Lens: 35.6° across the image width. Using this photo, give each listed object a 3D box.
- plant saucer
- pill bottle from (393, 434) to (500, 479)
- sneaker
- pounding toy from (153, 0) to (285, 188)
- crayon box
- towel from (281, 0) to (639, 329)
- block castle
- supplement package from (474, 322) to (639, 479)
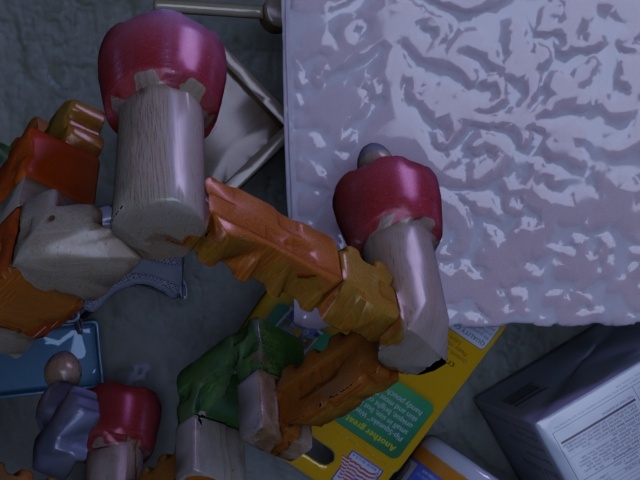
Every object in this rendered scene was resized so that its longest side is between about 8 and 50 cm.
[{"bbox_3d":[-0.312,0.121,0.977,0.192,0.018,0.067,-6,88,-8],"label":"plant saucer"},{"bbox_3d":[0.088,0.337,0.950,0.152,0.152,0.272,36,84,-4],"label":"pill bottle"},{"bbox_3d":[-0.259,0.038,0.942,0.281,0.105,0.115,-14,90,-8],"label":"sneaker"},{"bbox_3d":[-0.102,-0.154,0.975,0.206,0.094,0.181,-45,94,-7],"label":"pounding toy"},{"bbox_3d":[0.053,0.071,0.961,0.203,0.083,0.323,34,99,-2],"label":"crayon box"},{"bbox_3d":[0.134,-0.079,0.861,0.332,0.053,0.316,0,100,5],"label":"towel"},{"bbox_3d":[-0.150,0.054,0.779,0.303,0.212,0.453,28,129,-33],"label":"block castle"},{"bbox_3d":[0.316,0.227,0.958,0.198,0.199,0.262,-29,91,-7],"label":"supplement package"}]
